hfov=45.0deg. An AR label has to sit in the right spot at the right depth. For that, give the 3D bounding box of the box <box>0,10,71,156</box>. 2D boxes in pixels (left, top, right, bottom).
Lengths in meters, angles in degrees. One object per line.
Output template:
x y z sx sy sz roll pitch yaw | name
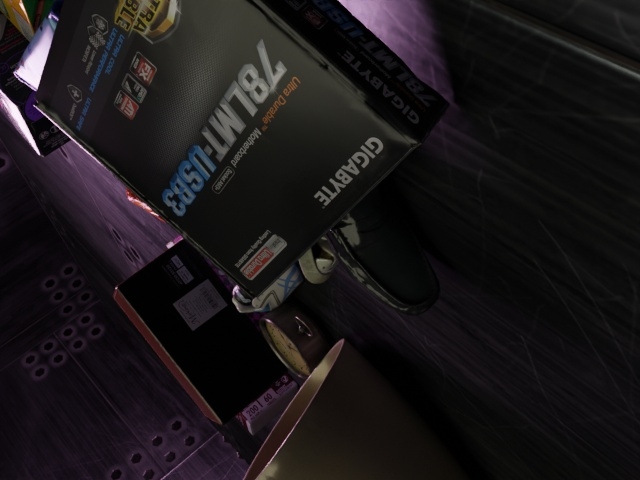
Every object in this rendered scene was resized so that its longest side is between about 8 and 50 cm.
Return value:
-0.489 -0.301 1.292 0.270 0.165 0.143 46 159 19 | box

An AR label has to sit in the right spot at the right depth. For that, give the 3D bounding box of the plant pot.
0.070 0.318 1.060 0.274 0.256 0.256 35 159 1 | plant pot

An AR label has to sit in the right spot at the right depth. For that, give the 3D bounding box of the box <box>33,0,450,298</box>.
-0.090 -0.117 0.668 0.293 0.073 0.295 43 140 -4 | box

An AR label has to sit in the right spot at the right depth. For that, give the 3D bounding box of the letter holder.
-0.232 0.173 1.433 0.301 0.152 0.214 53 160 -3 | letter holder

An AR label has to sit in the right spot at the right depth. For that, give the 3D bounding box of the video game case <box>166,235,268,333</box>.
-0.195 0.079 1.472 0.232 0.042 0.210 54 160 -6 | video game case

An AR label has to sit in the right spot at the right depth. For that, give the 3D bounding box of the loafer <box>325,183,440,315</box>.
0.036 -0.022 0.754 0.223 0.076 0.078 52 168 10 | loafer

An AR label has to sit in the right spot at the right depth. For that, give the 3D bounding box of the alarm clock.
-0.033 0.152 1.215 0.129 0.064 0.192 49 162 9 | alarm clock

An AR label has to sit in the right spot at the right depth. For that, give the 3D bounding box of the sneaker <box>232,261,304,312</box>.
-0.083 0.057 1.133 0.085 0.086 0.237 50 159 10 | sneaker

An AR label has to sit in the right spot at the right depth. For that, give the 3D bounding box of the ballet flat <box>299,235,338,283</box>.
0.000 0.000 0.906 0.052 0.057 0.168 25 149 33 | ballet flat

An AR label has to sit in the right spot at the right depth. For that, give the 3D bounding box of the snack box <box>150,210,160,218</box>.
-0.187 -0.018 1.222 0.141 0.037 0.100 33 174 -32 | snack box

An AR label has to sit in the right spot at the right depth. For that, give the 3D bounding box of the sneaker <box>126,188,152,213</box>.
-0.307 -0.070 1.441 0.175 0.064 0.067 37 165 42 | sneaker

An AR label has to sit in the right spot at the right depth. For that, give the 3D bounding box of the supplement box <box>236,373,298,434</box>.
-0.171 0.270 1.615 0.239 0.130 0.073 42 158 24 | supplement box

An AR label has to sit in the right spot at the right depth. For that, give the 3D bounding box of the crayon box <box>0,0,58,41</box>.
-0.487 -0.435 1.187 0.278 0.081 0.165 45 158 19 | crayon box

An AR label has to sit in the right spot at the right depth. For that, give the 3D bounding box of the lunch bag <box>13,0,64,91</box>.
-0.189 -0.147 0.900 0.293 0.138 0.221 51 154 -16 | lunch bag
